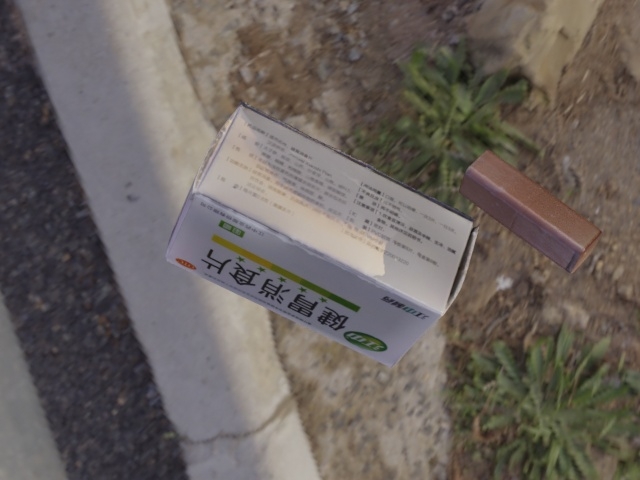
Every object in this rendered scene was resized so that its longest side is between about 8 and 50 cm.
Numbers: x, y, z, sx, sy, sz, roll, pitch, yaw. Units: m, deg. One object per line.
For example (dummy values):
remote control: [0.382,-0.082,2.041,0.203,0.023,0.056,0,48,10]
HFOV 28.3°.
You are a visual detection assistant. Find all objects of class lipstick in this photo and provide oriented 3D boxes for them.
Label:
lipstick: [0.213,-0.030,1.295,0.145,0.045,0.045,38,149,17]

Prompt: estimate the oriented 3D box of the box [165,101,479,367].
box: [0.002,0.001,1.498,0.333,0.145,0.173,26,149,-5]
